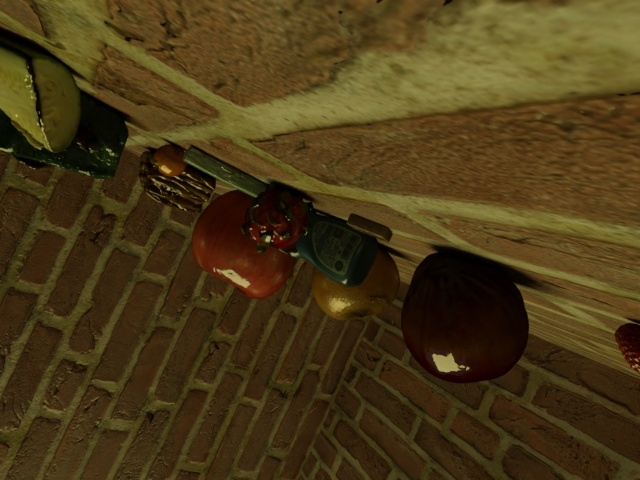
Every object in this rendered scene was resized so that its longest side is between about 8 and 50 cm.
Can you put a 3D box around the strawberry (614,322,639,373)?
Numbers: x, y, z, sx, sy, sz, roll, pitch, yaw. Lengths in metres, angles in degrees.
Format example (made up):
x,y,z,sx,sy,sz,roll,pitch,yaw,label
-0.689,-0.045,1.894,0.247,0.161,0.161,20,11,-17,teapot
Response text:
x,y,z,sx,sy,sz,roll,pitch,yaw,label
0.462,0.151,0.625,0.073,0.073,0.083,27,-160,-47,strawberry

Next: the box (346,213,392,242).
x,y,z,sx,sy,sz,roll,pitch,yaw,label
0.099,-0.024,0.880,0.083,0.024,0.053,25,178,25,box

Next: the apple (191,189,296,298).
x,y,z,sx,sy,sz,roll,pitch,yaw,label
-0.247,0.004,1.511,0.364,0.363,0.364,25,178,1,apple

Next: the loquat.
x,y,z,sx,sy,sz,roll,pitch,yaw,label
0.106,0.119,1.311,0.263,0.262,0.263,25,178,1,loquat

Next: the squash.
x,y,z,sx,sy,sz,roll,pitch,yaw,label
-0.519,-0.268,0.705,0.252,0.093,0.169,24,133,8,squash

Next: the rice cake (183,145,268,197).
x,y,z,sx,sy,sz,roll,pitch,yaw,label
-0.197,-0.144,1.018,0.246,0.042,0.045,25,-179,-26,rice cake

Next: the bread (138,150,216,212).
x,y,z,sx,sy,sz,roll,pitch,yaw,label
-0.557,-0.213,1.656,0.278,0.166,0.325,26,176,-32,bread

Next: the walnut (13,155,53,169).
x,y,z,sx,sy,sz,roll,pitch,yaw,label
-0.677,-0.282,1.106,0.238,0.203,0.141,26,-169,-32,walnut

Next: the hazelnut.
x,y,z,sx,sy,sz,roll,pitch,yaw,label
0.242,0.124,0.780,0.217,0.217,0.251,25,-159,-9,hazelnut

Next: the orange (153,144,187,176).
x,y,z,sx,sy,sz,roll,pitch,yaw,label
-0.377,-0.203,1.109,0.084,0.083,0.083,25,178,1,orange

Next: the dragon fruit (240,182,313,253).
x,y,z,sx,sy,sz,roll,pitch,yaw,label
-0.111,-0.042,0.978,0.135,0.137,0.236,42,151,-29,dragon fruit

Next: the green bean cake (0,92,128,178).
x,y,z,sx,sy,sz,roll,pitch,yaw,label
-0.563,-0.244,0.901,0.308,0.168,0.300,21,-179,-25,green bean cake

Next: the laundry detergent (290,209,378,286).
x,y,z,sx,sy,sz,roll,pitch,yaw,label
0.000,0.000,1.114,0.290,0.143,0.094,28,-173,35,laundry detergent
